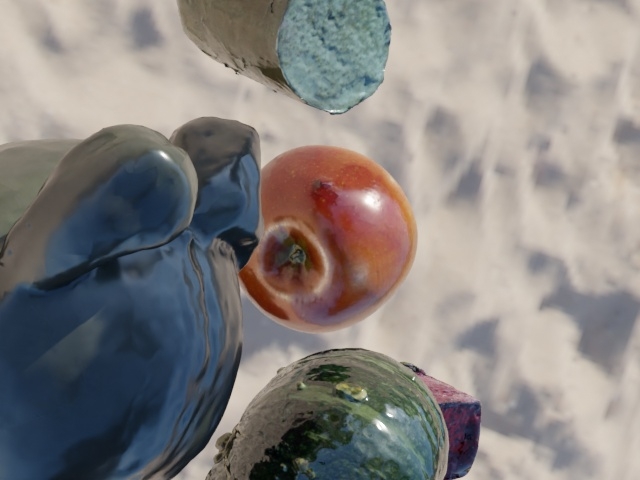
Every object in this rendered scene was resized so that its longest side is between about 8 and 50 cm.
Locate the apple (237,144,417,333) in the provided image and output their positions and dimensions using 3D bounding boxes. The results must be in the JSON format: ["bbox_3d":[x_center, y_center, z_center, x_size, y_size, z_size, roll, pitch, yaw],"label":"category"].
[{"bbox_3d":[0.000,0.000,1.668,0.139,0.163,0.163,-47,141,-59],"label":"apple"}]

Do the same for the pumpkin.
[{"bbox_3d":[0.002,0.158,1.234,0.146,0.190,0.190,44,63,-3],"label":"pumpkin"}]

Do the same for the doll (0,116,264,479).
[{"bbox_3d":[-0.107,0.124,1.035,0.382,0.378,0.252,-51,179,21],"label":"doll"}]

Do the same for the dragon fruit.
[{"bbox_3d":[0.053,0.149,1.594,0.147,0.096,0.102,-2,120,-43],"label":"dragon fruit"}]

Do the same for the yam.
[{"bbox_3d":[-0.053,-0.174,1.402,0.106,0.259,0.106,-14,116,-29],"label":"yam"}]
